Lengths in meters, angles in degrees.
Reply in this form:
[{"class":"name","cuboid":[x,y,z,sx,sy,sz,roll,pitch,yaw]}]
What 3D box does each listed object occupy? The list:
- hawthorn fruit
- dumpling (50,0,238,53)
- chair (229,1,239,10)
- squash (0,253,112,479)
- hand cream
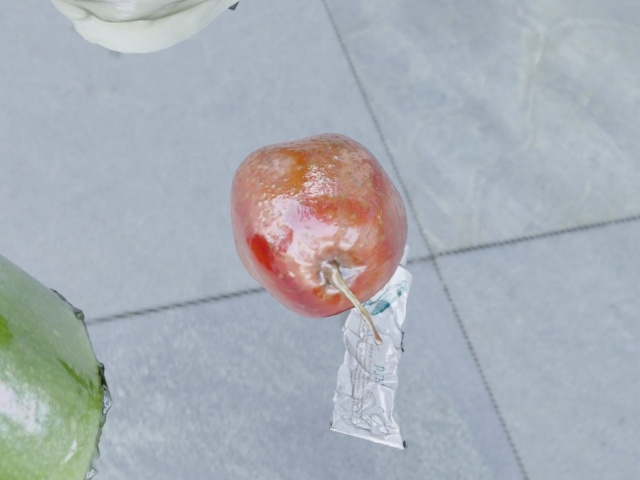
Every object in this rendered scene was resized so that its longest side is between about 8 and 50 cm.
[{"class":"hawthorn fruit","cuboid":[0.000,0.000,1.018,0.162,0.162,0.203,6,21,-7]},{"class":"dumpling","cuboid":[-0.103,-0.259,1.009,0.318,0.243,0.187,-29,54,11]},{"class":"chair","cuboid":[-0.245,-0.327,1.070,0.416,0.203,0.240,27,32,-7]},{"class":"squash","cuboid":[-0.355,0.109,0.939,0.310,0.309,0.310,-4,69,10]},{"class":"hand cream","cuboid":[0.061,0.104,1.298,0.084,0.050,0.257,22,50,-14]}]
